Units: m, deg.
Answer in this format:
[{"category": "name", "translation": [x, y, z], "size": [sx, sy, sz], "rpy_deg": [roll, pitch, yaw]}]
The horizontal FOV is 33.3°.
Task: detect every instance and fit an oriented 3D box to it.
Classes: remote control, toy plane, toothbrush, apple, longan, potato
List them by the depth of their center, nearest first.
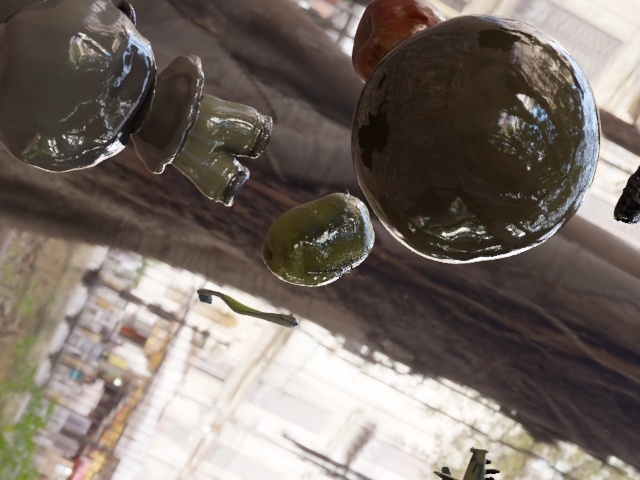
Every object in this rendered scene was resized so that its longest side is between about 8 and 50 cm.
[{"category": "longan", "translation": [0.187, -0.124, 1.294], "size": [0.319, 0.319, 0.319], "rpy_deg": [-61, -173, 13]}, {"category": "apple", "translation": [0.115, -0.264, 1.468], "size": [0.146, 0.131, 0.146], "rpy_deg": [-166, -90, -77]}, {"category": "toothbrush", "translation": [-0.112, 0.097, 1.580], "size": [0.263, 0.022, 0.026], "rpy_deg": [9, -69, 53]}, {"category": "remote control", "translation": [0.547, -0.131, 1.653], "size": [0.066, 0.090, 0.266], "rpy_deg": [44, -71, 46]}, {"category": "toy plane", "translation": [0.310, 0.480, 1.999], "size": [0.262, 0.088, 0.192], "rpy_deg": [0, -124, 43]}, {"category": "potato", "translation": [0.000, 0.000, 2.083], "size": [0.248, 0.169, 0.143], "rpy_deg": [-20, 154, -34]}]

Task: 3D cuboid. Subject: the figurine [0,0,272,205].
[{"category": "figurine", "translation": [-0.248, -0.165, 1.293], "size": [0.248, 0.381, 0.203], "rpy_deg": [-57, -155, 23]}]
